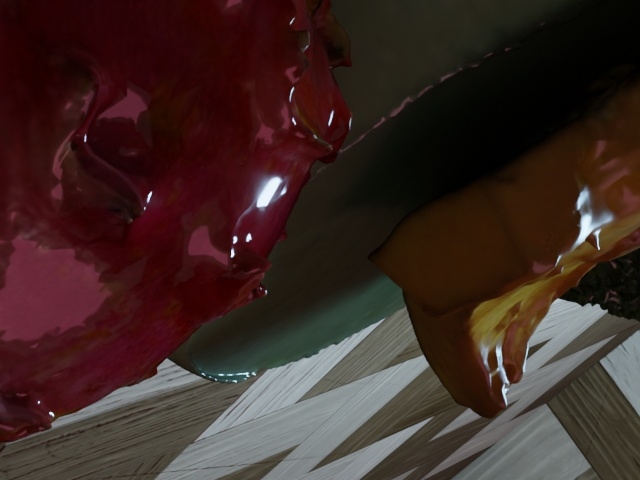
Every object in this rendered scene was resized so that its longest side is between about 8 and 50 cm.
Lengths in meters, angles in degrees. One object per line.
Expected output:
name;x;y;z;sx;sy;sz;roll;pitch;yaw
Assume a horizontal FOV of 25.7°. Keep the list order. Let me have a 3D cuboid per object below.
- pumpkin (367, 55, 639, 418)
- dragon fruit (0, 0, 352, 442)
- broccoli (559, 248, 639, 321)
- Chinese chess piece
pumpkin;0.136;-0.023;0.587;0.290;0.095;0.258;-34;170;13
dragon fruit;-0.123;-0.031;0.410;0.268;0.210;0.205;-17;141;6
broccoli;0.245;-0.075;0.925;0.235;0.288;0.260;111;-4;-76
Chinese chess piece;0.038;-0.081;0.665;0.349;0.146;0.349;-32;164;-10
